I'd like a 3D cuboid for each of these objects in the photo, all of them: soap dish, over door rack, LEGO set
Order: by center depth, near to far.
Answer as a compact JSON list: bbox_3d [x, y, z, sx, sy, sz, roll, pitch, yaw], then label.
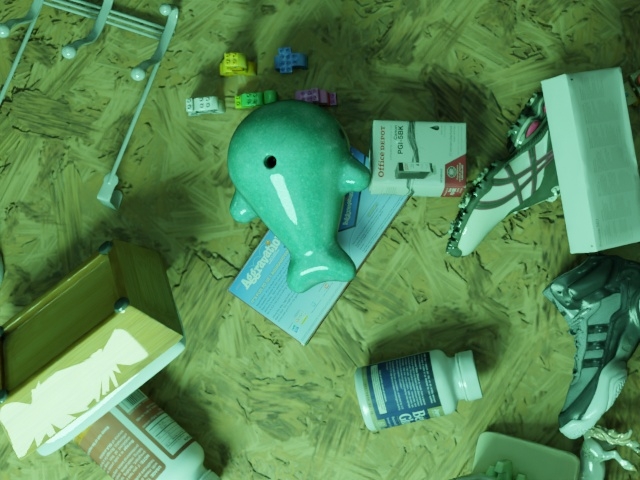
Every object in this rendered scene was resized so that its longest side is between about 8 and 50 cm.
[{"bbox_3d":[-0.341,0.144,1.543,0.291,0.229,0.118,-37,124,6],"label":"soap dish"},{"bbox_3d":[-0.096,-0.236,1.582,0.227,0.093,0.087,-4,88,8],"label":"LEGO set"},{"bbox_3d":[-0.372,-0.231,1.616,0.239,0.108,0.324,19,92,9],"label":"over door rack"}]

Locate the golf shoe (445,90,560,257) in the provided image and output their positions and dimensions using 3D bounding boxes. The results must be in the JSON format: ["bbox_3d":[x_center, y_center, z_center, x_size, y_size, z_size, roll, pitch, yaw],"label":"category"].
[{"bbox_3d":[0.279,-0.077,1.523,0.120,0.105,0.273,35,94,2],"label":"golf shoe"}]

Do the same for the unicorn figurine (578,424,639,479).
[{"bbox_3d":[0.386,0.330,1.520,0.111,0.060,0.162,9,96,17],"label":"unicorn figurine"}]

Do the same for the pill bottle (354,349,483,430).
[{"bbox_3d":[0.140,0.208,1.540,0.169,0.094,0.094,-14,87,8],"label":"pill bottle"}]

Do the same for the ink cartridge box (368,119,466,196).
[{"bbox_3d":[0.138,-0.117,1.547,0.135,0.056,0.099,1,78,-1],"label":"ink cartridge box"}]

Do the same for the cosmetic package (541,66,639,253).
[{"bbox_3d":[0.372,-0.108,1.469,0.099,0.060,0.239,-10,91,-28],"label":"cosmetic package"}]

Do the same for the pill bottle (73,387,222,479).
[{"bbox_3d":[-0.250,0.313,1.581,0.216,0.121,0.121,42,95,7],"label":"pill bottle"}]

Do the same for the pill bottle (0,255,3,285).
[{"bbox_3d":[-0.567,0.045,1.576,0.131,0.229,0.131,0,89,8],"label":"pill bottle"}]

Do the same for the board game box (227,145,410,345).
[{"bbox_3d":[0.000,0.000,1.598,0.145,0.027,0.281,35,94,6],"label":"board game box"}]

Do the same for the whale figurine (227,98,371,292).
[{"bbox_3d":[-0.036,-0.062,1.515,0.216,0.141,0.272,-13,90,17],"label":"whale figurine"}]

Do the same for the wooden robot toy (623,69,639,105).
[{"bbox_3d":[0.461,-0.202,1.517,0.173,0.076,0.079,-28,96,7],"label":"wooden robot toy"}]

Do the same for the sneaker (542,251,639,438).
[{"bbox_3d":[0.365,0.131,1.510,0.153,0.101,0.268,29,87,8],"label":"sneaker"}]

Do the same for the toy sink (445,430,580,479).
[{"bbox_3d":[0.247,0.393,1.480,0.152,0.131,0.234,12,91,30],"label":"toy sink"}]
